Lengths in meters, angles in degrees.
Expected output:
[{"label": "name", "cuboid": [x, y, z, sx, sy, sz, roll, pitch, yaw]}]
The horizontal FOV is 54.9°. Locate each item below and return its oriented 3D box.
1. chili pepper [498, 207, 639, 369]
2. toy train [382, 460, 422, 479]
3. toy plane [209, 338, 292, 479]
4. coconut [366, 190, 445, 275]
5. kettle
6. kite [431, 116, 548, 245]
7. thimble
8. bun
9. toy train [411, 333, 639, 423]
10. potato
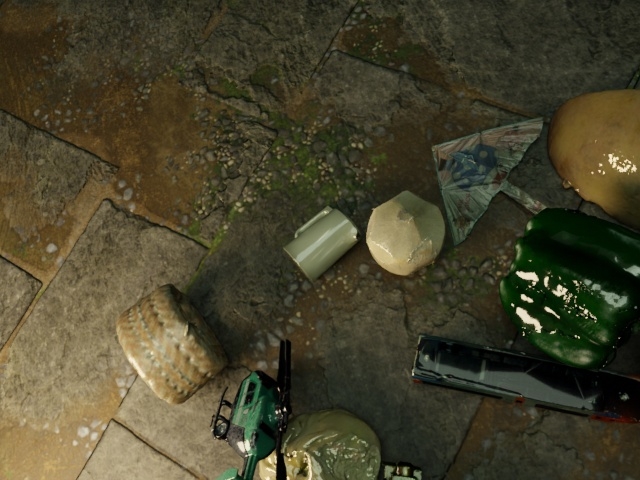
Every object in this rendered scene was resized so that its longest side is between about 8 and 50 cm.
[{"label": "chili pepper", "cuboid": [0.462, 0.072, 1.089, 0.256, 0.233, 0.248, 34, 54, 25]}, {"label": "toy train", "cuboid": [0.135, 0.503, 1.079, 0.090, 0.137, 0.226, 7, 76, 7]}, {"label": "toy plane", "cuboid": [-0.118, 0.356, 1.122, 0.155, 0.106, 0.382, -31, 26, 25]}, {"label": "coconut", "cuboid": [0.170, -0.014, 1.234, 0.161, 0.162, 0.161, -4, 70, 11]}, {"label": "kettle", "cuboid": [0.004, 0.005, 1.313, 0.148, 0.127, 0.098, -41, 100, -6]}, {"label": "kite", "cuboid": [0.366, -0.132, 1.298, 0.314, 0.011, 0.335, 35, 88, 26]}, {"label": "thimble", "cuboid": [-0.298, 0.206, 1.252, 0.148, 0.196, 0.229, -36, 38, -4]}, {"label": "bun", "cuboid": [-0.001, 0.419, 1.147, 0.237, 0.116, 0.210, -26, 67, 5]}, {"label": "toy train", "cuboid": [0.377, 0.257, 1.133, 0.409, 0.089, 0.086, 9, 66, 15]}, {"label": "potato", "cuboid": [0.561, -0.176, 1.186, 0.264, 0.189, 0.211, 25, 79, 20]}]
